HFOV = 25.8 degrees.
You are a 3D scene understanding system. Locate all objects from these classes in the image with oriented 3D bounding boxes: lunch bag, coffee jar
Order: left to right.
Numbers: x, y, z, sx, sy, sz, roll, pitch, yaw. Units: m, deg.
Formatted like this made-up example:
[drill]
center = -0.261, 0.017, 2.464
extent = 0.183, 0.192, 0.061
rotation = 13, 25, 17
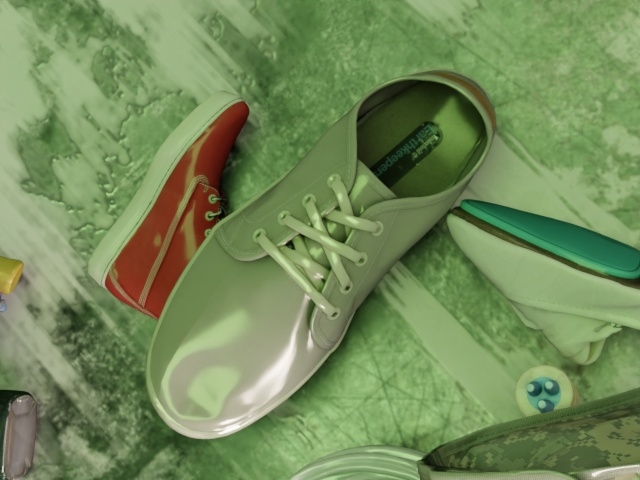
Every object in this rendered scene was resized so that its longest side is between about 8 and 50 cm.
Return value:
[coffee jar]
center = -0.393, 0.195, 1.451
extent = 0.184, 0.079, 0.096
rotation = 5, 90, 14
[lunch bag]
center = 0.228, 0.266, 1.160
extent = 0.287, 0.169, 0.235
rotation = -13, 103, -13

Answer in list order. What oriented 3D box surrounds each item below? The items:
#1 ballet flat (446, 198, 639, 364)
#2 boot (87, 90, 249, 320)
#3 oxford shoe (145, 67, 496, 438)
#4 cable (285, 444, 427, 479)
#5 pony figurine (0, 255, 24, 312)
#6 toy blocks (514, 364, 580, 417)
[ballet flat]
center = 0.296, 0.070, 1.286
extent = 0.400, 0.139, 0.139
rotation = 15, 85, 15
[boot]
center = -0.103, -0.014, 1.412
extent = 0.176, 0.088, 0.244
rotation = 35, 99, 16
[oxford shoe]
center = 0.000, 0.000, 1.321
extent = 0.169, 0.130, 0.449
rotation = 44, 84, 0
[cable]
center = 0.060, 0.322, 1.315
extent = 0.257, 0.089, 0.257
rotation = -28, 75, 9
[pony figurine]
center = -0.495, 0.005, 1.403
extent = 0.363, 0.351, 0.303
rotation = 21, 90, -3
[toy blocks]
center = 0.188, 0.172, 1.275
extent = 0.054, 0.148, 0.123
rotation = 32, 89, 17
